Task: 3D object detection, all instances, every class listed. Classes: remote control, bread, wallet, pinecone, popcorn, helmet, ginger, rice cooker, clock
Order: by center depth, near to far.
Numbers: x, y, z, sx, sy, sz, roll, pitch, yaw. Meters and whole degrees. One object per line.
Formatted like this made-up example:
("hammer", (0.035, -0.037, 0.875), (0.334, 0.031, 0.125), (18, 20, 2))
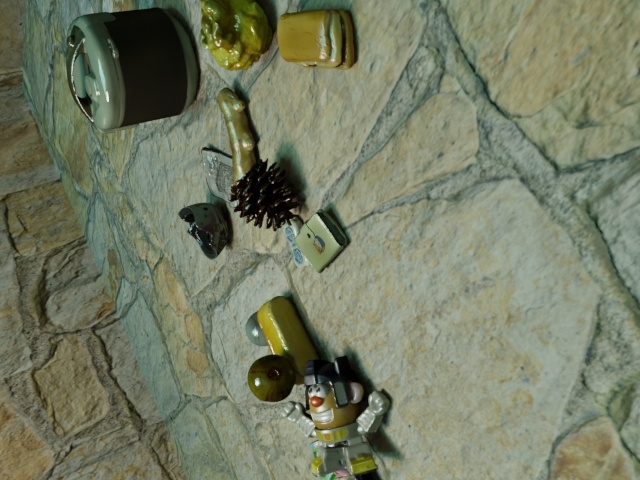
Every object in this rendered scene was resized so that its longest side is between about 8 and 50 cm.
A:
("bread", (-0.012, -0.404, 1.472), (0.200, 0.077, 0.115), (20, 116, 53))
("popcorn", (-0.203, -0.482, 1.661), (0.197, 0.156, 0.197), (55, 159, 32))
("wallet", (0.000, 0.000, 1.710), (0.110, 0.039, 0.155), (53, 147, 9))
("pinecone", (-0.124, -0.098, 1.760), (0.165, 0.163, 0.163), (43, 146, 5))
("remote control", (-0.055, 0.008, 1.820), (0.074, 0.032, 0.122), (-27, 83, 61))
("ginger", (-0.209, -0.249, 1.891), (0.118, 0.065, 0.298), (-3, 106, 45))
("clock", (0.058, 0.604, 1.921), (0.195, 0.100, 0.194), (65, 154, 14))
("bread", (-0.083, 0.267, 1.956), (0.094, 0.102, 0.245), (-41, 73, 52))
("rice cooker", (-0.548, -0.480, 2.054), (0.335, 0.325, 0.335), (35, 135, 45))
("helmet", (-0.332, -0.043, 2.182), (0.153, 0.107, 0.177), (24, 146, 48))

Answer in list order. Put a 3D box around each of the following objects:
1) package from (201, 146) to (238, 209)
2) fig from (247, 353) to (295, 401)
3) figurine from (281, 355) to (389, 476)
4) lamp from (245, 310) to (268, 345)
("package", (-0.267, -0.169, 2.069), (0.239, 0.030, 0.154), (29, 129, 49))
("fig", (-0.145, 0.366, 1.912), (0.124, 0.124, 0.236), (67, 156, 6))
("figurine", (0.037, 0.425, 1.786), (0.308, 0.309, 0.143), (63, -167, 13))
("lamp", (-0.160, 0.247, 2.061), (0.105, 0.105, 0.105), (36, 136, 45))
